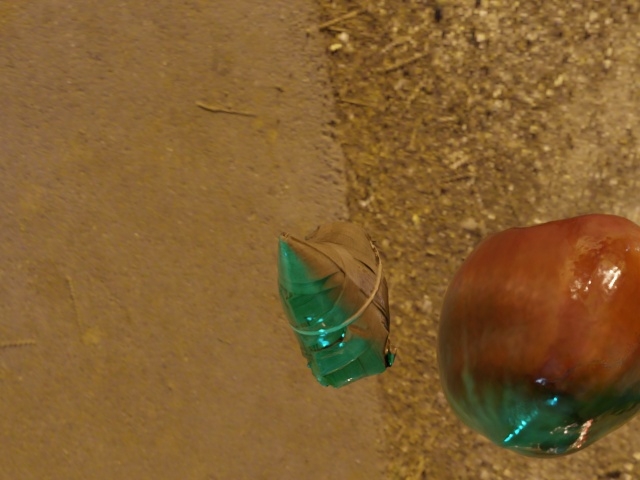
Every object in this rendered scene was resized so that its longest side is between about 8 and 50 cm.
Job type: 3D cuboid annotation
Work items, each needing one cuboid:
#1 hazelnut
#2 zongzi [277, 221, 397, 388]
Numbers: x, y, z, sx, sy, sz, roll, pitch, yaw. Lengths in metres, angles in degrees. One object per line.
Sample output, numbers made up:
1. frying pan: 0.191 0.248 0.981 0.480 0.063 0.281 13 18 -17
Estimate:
1. hazelnut: 0.339 0.131 1.354 0.366 0.366 0.366 -11 109 -33
2. zongzi: 0.000 0.000 0.783 0.081 0.189 0.178 -17 131 12
